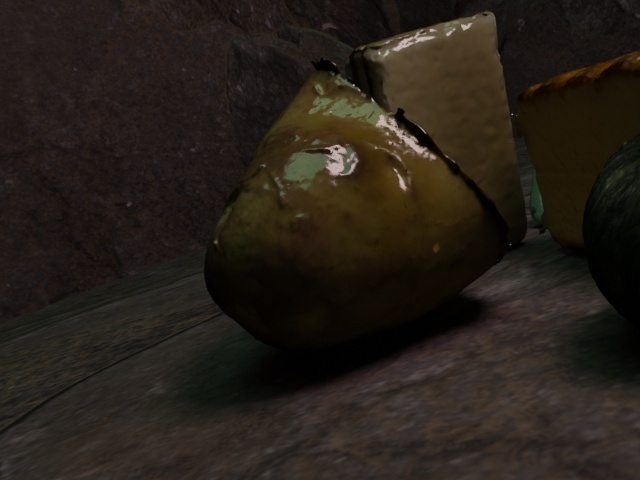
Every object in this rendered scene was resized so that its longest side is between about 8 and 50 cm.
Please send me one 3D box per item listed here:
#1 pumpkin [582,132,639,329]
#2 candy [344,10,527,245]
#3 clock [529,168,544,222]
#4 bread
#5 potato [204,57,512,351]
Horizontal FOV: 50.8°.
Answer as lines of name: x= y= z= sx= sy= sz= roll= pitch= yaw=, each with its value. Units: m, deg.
pumpkin: x=0.287 y=-0.015 z=0.456 sx=0.211 sy=0.152 sz=0.212 roll=-21 pitch=32 yaw=14
candy: x=0.156 y=-0.125 z=0.901 sx=0.179 sy=0.321 sz=0.135 roll=-15 pitch=10 yaw=-13
clock: x=0.348 y=-0.069 z=0.936 sx=0.041 sy=0.101 sz=0.135 roll=3 pitch=8 yaw=-21
bread: x=0.391 y=-0.107 z=0.698 sx=0.278 sy=0.207 sz=0.279 roll=-16 pitch=7 yaw=-8
potato: x=0.000 y=0.000 z=0.685 sx=0.237 sy=0.301 sz=0.289 roll=-43 pitch=-29 yaw=-8
